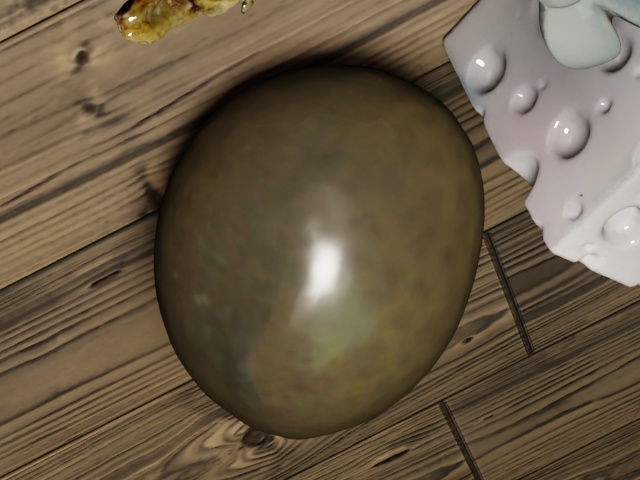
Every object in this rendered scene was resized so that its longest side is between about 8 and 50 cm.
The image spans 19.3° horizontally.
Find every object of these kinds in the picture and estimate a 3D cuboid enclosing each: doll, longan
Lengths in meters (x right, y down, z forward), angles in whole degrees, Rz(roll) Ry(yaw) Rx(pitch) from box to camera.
[{"bbox_3d":[0.112,-0.213,1.262,0.258,0.195,0.153,20,104,-47],"label":"doll"},{"bbox_3d":[0.000,0.000,1.415,0.243,0.300,0.300,29,128,-2],"label":"longan"}]

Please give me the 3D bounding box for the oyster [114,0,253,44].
[{"bbox_3d":[-0.010,-0.244,1.143,0.345,0.078,0.129,-47,167,-16],"label":"oyster"}]

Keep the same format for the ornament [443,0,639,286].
[{"bbox_3d":[0.284,-0.116,1.415,0.240,0.240,0.239,21,124,-40],"label":"ornament"}]
